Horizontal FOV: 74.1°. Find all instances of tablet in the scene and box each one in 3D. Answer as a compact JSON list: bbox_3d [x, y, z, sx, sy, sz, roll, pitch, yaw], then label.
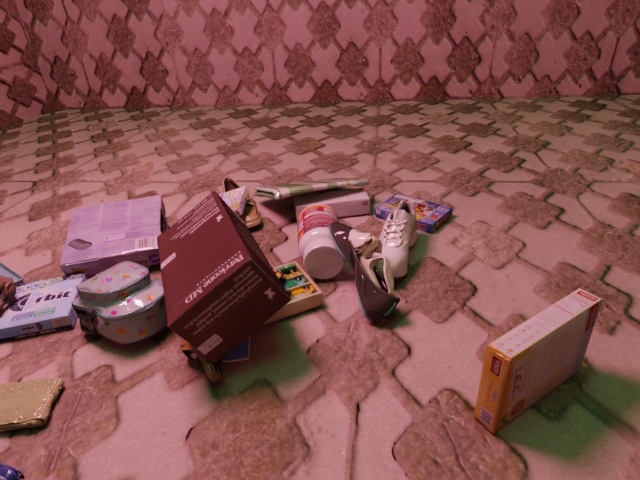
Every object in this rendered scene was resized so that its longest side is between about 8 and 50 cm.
[{"bbox_3d":[-0.175,0.222,0.888,0.054,0.006,0.083,-6,30,-3],"label":"tablet"}]

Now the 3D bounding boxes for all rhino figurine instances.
[{"bbox_3d":[-0.823,0.139,1.018,0.244,0.073,0.106,-9,45,29],"label":"rhino figurine"}]

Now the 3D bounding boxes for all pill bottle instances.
[{"bbox_3d":[0.000,0.000,1.134,0.121,0.121,0.221,-5,30,-1],"label":"pill bottle"}]

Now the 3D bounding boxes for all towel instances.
[{"bbox_3d":[-0.560,0.302,0.775,0.148,0.027,0.110,-8,30,-5],"label":"towel"},{"bbox_3d":[-0.036,-0.178,1.433,0.325,0.038,0.248,-10,12,-23],"label":"towel"}]

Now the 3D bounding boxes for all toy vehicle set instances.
[{"bbox_3d":[-0.147,0.135,0.997,0.267,0.035,0.166,-16,30,-21],"label":"toy vehicle set"}]

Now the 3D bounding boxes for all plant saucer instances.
[{"bbox_3d":[-0.894,0.097,1.170,0.192,0.018,0.067,18,37,31],"label":"plant saucer"}]

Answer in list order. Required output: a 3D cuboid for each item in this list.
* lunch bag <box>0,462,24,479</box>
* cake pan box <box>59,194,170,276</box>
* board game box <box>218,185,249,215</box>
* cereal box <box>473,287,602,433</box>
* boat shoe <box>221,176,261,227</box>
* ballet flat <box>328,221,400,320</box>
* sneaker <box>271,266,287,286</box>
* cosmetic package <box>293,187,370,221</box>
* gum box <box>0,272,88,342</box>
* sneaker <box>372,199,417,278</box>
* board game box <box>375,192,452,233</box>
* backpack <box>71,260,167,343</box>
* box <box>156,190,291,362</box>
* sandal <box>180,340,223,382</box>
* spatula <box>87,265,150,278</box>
[{"bbox_3d":[-0.482,0.363,0.622,0.099,0.067,0.065,10,34,21],"label":"lunch bag"},{"bbox_3d":[-0.568,-0.019,1.200,0.267,0.070,0.245,-12,46,-12],"label":"cake pan box"},{"bbox_3d":[-0.302,-0.108,1.334,0.154,0.026,0.103,-14,47,27],"label":"board game box"},{"bbox_3d":[0.364,0.198,0.708,0.240,0.172,0.047,-20,33,-26],"label":"cereal box"},{"bbox_3d":[-0.277,-0.124,1.405,0.105,0.089,0.285,-18,34,-24],"label":"boat shoe"},{"bbox_3d":[0.109,0.049,0.982,0.095,0.096,0.280,20,39,-49],"label":"ballet flat"},{"bbox_3d":[-0.120,0.088,0.976,0.084,0.069,0.185,-6,36,-6],"label":"sneaker"},{"bbox_3d":[0.035,-0.117,1.386,0.239,0.060,0.098,-7,30,-5],"label":"cosmetic package"},{"bbox_3d":[-0.664,0.155,1.021,0.157,0.041,0.184,-11,30,-10],"label":"gum box"},{"bbox_3d":[0.191,-0.007,1.118,0.111,0.129,0.297,9,34,16],"label":"sneaker"},{"bbox_3d":[0.293,-0.090,1.338,0.201,0.035,0.136,21,39,35],"label":"board game box"},{"bbox_3d":[-0.424,0.136,0.932,0.189,0.144,0.166,17,31,26],"label":"backpack"},{"bbox_3d":[-0.227,0.054,0.910,0.191,0.143,0.381,-40,35,-2],"label":"box"},{"bbox_3d":[-0.250,0.222,0.849,0.049,0.072,0.180,-36,43,-10],"label":"sandal"},{"bbox_3d":[-0.555,0.043,1.222,0.169,0.019,0.242,-3,31,3],"label":"spatula"}]
